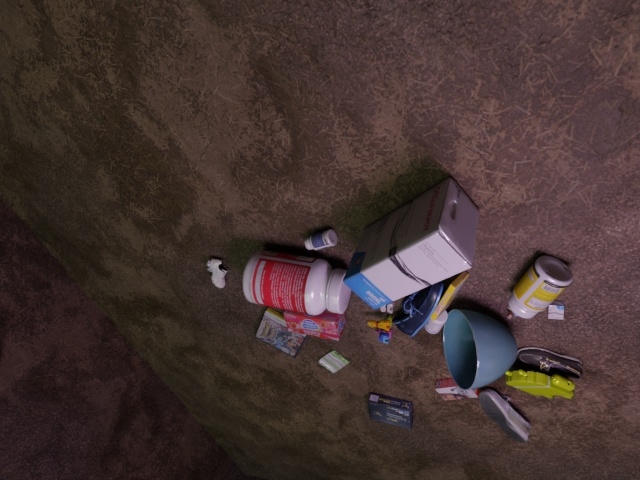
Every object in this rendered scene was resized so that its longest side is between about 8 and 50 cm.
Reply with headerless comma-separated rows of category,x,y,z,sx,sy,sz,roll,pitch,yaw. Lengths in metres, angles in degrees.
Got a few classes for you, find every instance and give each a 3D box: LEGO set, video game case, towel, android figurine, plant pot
LEGO set,0.255,0.359,1.854,0.093,0.087,0.227,10,131,18
video game case,-0.198,0.475,2.211,0.248,0.035,0.275,27,135,2
towel,0.066,0.624,2.221,0.113,0.023,0.152,35,134,-7
android figurine,0.855,0.563,1.708,0.272,0.056,0.248,25,154,-16
plant pot,0.607,0.399,1.613,0.195,0.290,0.290,-1,133,-7

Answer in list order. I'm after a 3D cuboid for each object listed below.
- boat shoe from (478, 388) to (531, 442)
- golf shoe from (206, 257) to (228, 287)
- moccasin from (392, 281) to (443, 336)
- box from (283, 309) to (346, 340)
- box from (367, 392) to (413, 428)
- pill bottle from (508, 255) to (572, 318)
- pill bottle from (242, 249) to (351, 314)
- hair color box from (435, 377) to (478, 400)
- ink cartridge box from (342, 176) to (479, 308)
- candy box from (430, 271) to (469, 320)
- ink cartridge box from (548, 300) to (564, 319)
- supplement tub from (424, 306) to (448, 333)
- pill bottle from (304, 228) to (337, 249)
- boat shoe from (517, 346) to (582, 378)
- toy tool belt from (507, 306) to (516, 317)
boat shoe,0.828,0.768,1.935,0.320,0.103,0.118,47,152,-9
golf shoe,-0.475,0.159,2.053,0.085,0.069,0.176,0,129,18
moccasin,0.366,0.267,1.687,0.116,0.138,0.342,27,134,8
box,-0.024,0.346,1.952,0.256,0.123,0.128,6,130,21
box,0.372,0.902,2.288,0.232,0.059,0.184,7,132,20
pill bottle,0.718,0.159,1.431,0.119,0.119,0.209,23,135,6
pill bottle,-0.090,0.175,1.761,0.407,0.229,0.229,8,131,20
hair color box,0.622,0.676,1.975,0.167,0.053,0.093,-25,116,40
ink cartridge box,0.292,0.016,1.396,0.166,0.286,0.395,43,134,-15
candy box,0.476,0.208,1.602,0.027,0.105,0.206,38,138,22
ink cartridge box,0.827,0.250,1.520,0.048,0.028,0.083,0,128,26
supplement tub,0.458,0.318,1.721,0.070,0.071,0.107,19,142,10
pill bottle,0.000,0.000,1.678,0.120,0.067,0.067,-15,120,35
boat shoe,0.877,0.470,1.659,0.227,0.069,0.081,9,132,19
toy tool belt,0.710,0.245,1.567,0.083,0.052,0.051,-30,80,37
